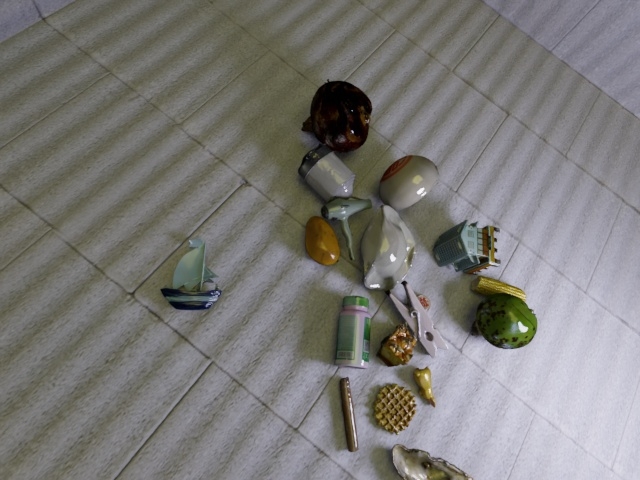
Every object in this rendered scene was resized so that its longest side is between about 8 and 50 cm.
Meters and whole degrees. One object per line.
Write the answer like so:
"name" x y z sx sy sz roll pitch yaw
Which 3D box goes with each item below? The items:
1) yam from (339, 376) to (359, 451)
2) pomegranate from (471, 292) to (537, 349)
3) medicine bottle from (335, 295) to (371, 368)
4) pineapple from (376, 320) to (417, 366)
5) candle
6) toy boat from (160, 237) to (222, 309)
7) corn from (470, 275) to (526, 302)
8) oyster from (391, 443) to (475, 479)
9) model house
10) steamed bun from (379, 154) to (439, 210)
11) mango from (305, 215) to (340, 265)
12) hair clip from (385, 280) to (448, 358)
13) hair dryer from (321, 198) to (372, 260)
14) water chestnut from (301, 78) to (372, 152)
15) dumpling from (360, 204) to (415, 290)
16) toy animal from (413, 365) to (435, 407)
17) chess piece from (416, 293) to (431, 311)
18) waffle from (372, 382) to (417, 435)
"yam" 0.107 0.656 1.522 0.046 0.046 0.264 -3 71 -14
"pomegranate" 0.766 0.344 1.696 0.270 0.254 0.254 -20 72 22
"medicine bottle" 0.133 0.362 1.589 0.133 0.133 0.274 10 70 -10
"pineapple" 0.303 0.425 1.599 0.114 0.236 0.186 44 106 10
"candle" 0.064 -0.261 1.775 0.330 0.187 0.187 45 67 5
"toy boat" -0.474 0.143 1.564 0.210 0.070 0.291 26 64 -6
"corn" 0.812 0.231 1.818 0.244 0.093 0.093 19 67 -6
"oyster" 0.420 0.866 1.487 0.341 0.110 0.166 11 63 -6
"model house" 0.653 0.031 1.790 0.215 0.224 0.198 14 70 -12
"steamed bun" 0.379 -0.274 1.795 0.177 0.283 0.283 48 66 -11
"mango" 0.000 0.000 1.703 0.147 0.109 0.227 -16 74 -18
"hair clip" 0.406 0.328 1.677 0.101 0.085 0.331 -34 89 -2
"hair dryer" 0.152 -0.076 1.720 0.229 0.092 0.267 -32 91 -22
"water chestnut" 0.066 -0.560 1.853 0.335 0.347 0.335 23 60 -46
"dumpling" 0.297 0.037 1.734 0.260 0.181 0.341 20 54 -28
"toy animal" 0.422 0.595 1.608 0.083 0.070 0.159 -12 85 -58
"chess piece" 0.438 0.276 1.744 0.083 0.038 0.083 5 68 -13
"waffle" 0.292 0.655 1.570 0.191 0.038 0.191 4 70 -11
